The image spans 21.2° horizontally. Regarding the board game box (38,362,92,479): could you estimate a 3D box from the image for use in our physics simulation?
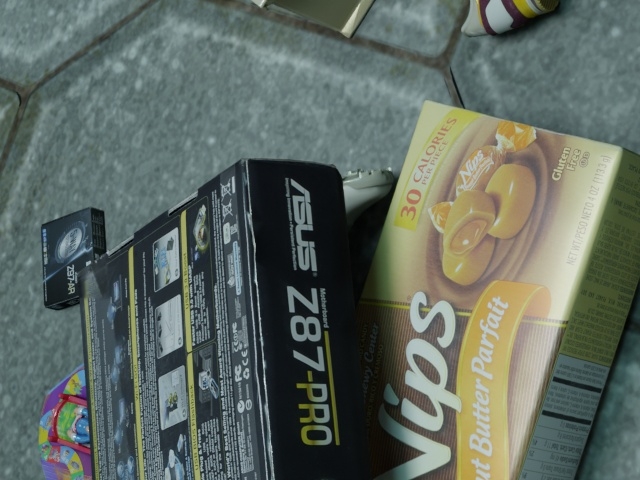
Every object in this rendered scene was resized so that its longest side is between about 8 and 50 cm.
[{"bbox_3d":[-0.204,0.163,1.526,0.169,0.033,0.133,-38,59,24],"label":"board game box"}]

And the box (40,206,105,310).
[{"bbox_3d":[-0.230,0.017,1.591,0.067,0.018,0.083,-17,69,34],"label":"box"}]

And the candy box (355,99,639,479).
[{"bbox_3d":[0.119,0.070,1.264,0.183,0.087,0.316,19,92,41],"label":"candy box"}]

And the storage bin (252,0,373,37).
[{"bbox_3d":[-0.022,-0.351,1.456,0.262,0.123,0.260,42,105,37],"label":"storage bin"}]

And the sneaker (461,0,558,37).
[{"bbox_3d":[0.126,-0.252,1.352,0.084,0.069,0.185,-21,66,27],"label":"sneaker"}]

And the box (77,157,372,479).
[{"bbox_3d":[-0.079,0.171,1.309,0.318,0.097,0.394,-30,62,53],"label":"box"}]

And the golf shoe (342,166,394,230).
[{"bbox_3d":[0.000,0.000,1.403,0.176,0.069,0.086,-30,79,35],"label":"golf shoe"}]
